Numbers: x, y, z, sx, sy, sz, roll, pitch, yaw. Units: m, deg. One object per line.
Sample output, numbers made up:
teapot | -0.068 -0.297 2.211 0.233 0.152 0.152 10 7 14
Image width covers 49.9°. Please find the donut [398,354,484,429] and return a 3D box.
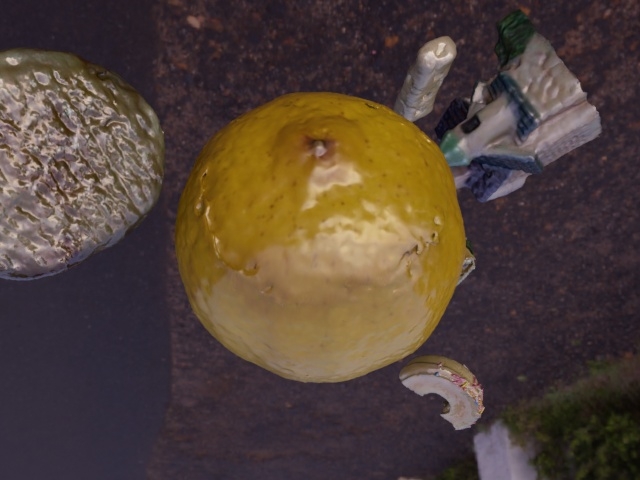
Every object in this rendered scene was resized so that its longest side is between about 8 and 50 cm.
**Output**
donut | 0.232 0.261 1.226 0.166 0.065 0.108 44 134 -11

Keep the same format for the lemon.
lemon | 0.000 -0.001 0.644 0.293 0.293 0.293 2 151 1

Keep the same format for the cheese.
cheese | 0.150 -0.230 1.008 0.065 0.043 0.194 -24 168 -10

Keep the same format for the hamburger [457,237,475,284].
hamburger | 0.311 0.088 2.065 0.309 0.211 0.132 -50 156 15

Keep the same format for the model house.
model house | 0.326 -0.210 1.236 0.284 0.243 0.298 -39 161 17

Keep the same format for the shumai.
shumai | -0.476 -0.121 1.096 0.397 0.324 0.323 -26 -163 -31
